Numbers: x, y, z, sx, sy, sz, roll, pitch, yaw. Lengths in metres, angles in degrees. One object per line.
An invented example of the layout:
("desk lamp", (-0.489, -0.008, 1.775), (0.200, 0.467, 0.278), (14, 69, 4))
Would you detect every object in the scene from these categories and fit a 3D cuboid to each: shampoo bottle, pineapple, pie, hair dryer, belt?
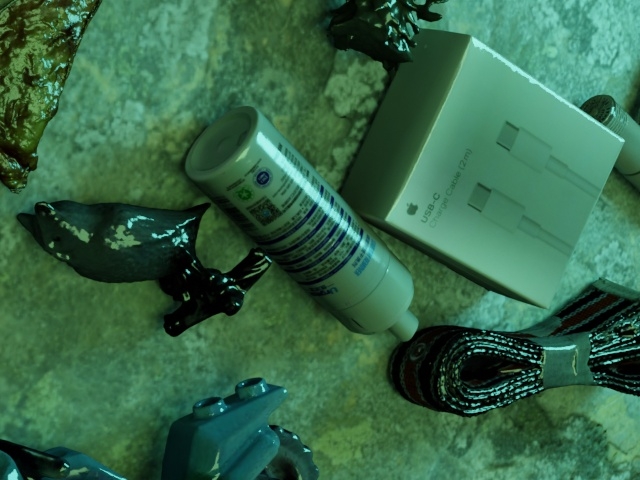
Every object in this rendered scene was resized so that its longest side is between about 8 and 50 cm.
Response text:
("shampoo bottle", (0.000, 0.000, 1.361), (0.303, 0.092, 0.092), (44, 76, -32))
("pineapple", (0.065, -0.293, 1.322), (0.158, 0.158, 0.278), (4, 110, -34))
("pie", (-0.254, -0.139, 1.201), (0.088, 0.033, 0.191), (22, 88, -31))
("hair dryer", (0.401, -0.162, 1.620), (0.195, 0.054, 0.220), (39, 72, -34))
("belt", (0.243, 0.126, 1.546), (0.359, 0.094, 0.126), (-8, 106, -31))

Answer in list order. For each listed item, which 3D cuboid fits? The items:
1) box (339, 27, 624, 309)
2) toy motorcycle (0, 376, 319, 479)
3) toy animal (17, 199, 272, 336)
("box", (0.166, -0.071, 1.449), (0.252, 0.106, 0.203), (28, 87, -33))
("toy motorcycle", (-0.184, 0.234, 1.248), (0.416, 0.172, 0.232), (-21, 103, -30))
("toy animal", (-0.158, -0.009, 1.259), (0.210, 0.121, 0.117), (31, 64, -28))
